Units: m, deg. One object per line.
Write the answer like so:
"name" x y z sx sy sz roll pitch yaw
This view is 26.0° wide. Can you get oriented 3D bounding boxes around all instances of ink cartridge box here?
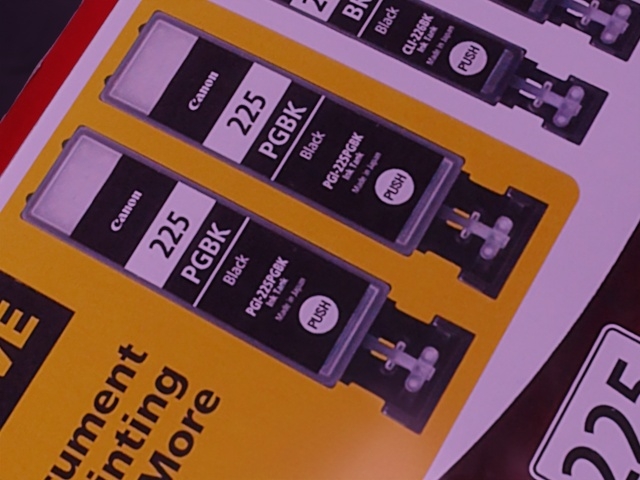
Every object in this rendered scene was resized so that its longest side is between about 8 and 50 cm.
"ink cartridge box" 0.000 0.000 0.394 0.271 0.130 0.309 27 76 13
